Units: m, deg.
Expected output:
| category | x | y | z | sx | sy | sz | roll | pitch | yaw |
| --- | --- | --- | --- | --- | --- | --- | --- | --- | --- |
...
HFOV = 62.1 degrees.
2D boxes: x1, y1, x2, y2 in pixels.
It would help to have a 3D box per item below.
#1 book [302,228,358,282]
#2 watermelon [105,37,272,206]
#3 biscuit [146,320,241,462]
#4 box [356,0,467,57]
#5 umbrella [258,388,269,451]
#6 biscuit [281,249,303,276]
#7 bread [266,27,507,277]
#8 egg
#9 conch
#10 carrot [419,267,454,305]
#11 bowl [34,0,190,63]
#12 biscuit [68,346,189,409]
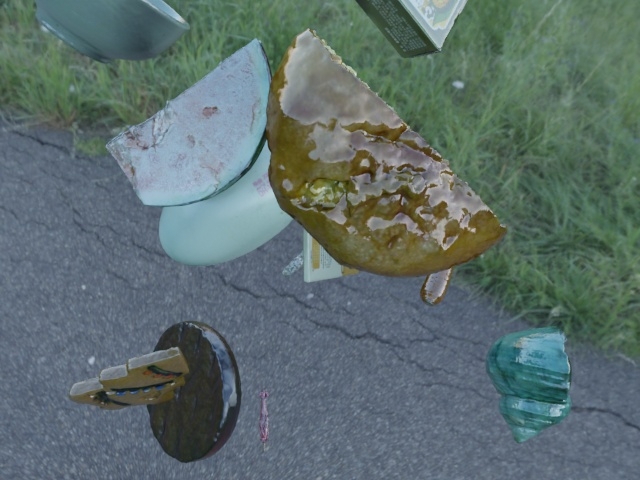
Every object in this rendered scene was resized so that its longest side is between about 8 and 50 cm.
| category | x | y | z | sx | sy | sz | roll | pitch | yaw |
| --- | --- | --- | --- | --- | --- | --- | --- | --- | --- |
| book | 0.033 | -0.007 | 1.356 | 0.020 | 0.295 | 0.208 | 0 | 90 | 27 |
| watermelon | -0.186 | -0.190 | 0.890 | 0.305 | 0.180 | 0.224 | -37 | 48 | 6 |
| biscuit | -0.383 | 0.446 | 1.596 | 0.091 | 0.407 | 0.408 | 9 | 49 | -48 |
| box | 0.210 | -0.720 | 1.268 | 0.420 | 0.138 | 0.373 | 37 | 76 | -33 |
| umbrella | -0.149 | 0.473 | 1.395 | 0.025 | 0.027 | 0.165 | -3 | 92 | -54 |
| biscuit | 0.001 | 0.001 | 1.628 | 0.038 | 0.290 | 0.141 | 45 | 12 | 5 |
| bread | 0.051 | -0.081 | 0.671 | 0.340 | 0.179 | 0.194 | 41 | 17 | -15 |
| egg | -0.175 | -0.090 | 1.107 | 0.371 | 0.230 | 0.230 | -42 | 73 | 0 |
| conch | 0.376 | 0.260 | 0.960 | 0.134 | 0.196 | 0.202 | -13 | 90 | 8 |
| carrot | 0.255 | 0.043 | 1.066 | 0.048 | 0.048 | 0.216 | 31 | 61 | 5 |
| bowl | -0.382 | -0.398 | 0.899 | 0.289 | 0.146 | 0.289 | 38 | 12 | -10 |
| biscuit | -0.429 | 0.337 | 1.264 | 0.278 | 0.301 | 0.043 | 16 | 44 | -44 |
